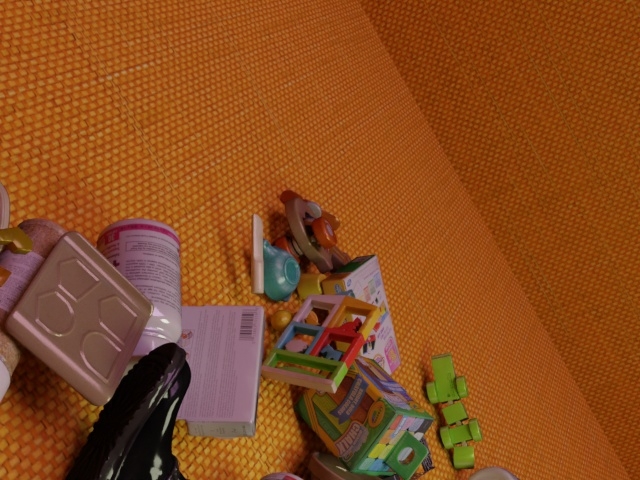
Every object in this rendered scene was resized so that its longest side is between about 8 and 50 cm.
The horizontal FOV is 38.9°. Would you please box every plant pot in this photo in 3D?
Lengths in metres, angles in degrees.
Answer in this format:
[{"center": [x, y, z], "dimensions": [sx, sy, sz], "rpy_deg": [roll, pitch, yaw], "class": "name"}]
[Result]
[{"center": [0.064, 0.565, 1.985], "dimensions": [0.237, 0.110, 0.237], "rpy_deg": [28, -1, 1], "class": "plant pot"}]

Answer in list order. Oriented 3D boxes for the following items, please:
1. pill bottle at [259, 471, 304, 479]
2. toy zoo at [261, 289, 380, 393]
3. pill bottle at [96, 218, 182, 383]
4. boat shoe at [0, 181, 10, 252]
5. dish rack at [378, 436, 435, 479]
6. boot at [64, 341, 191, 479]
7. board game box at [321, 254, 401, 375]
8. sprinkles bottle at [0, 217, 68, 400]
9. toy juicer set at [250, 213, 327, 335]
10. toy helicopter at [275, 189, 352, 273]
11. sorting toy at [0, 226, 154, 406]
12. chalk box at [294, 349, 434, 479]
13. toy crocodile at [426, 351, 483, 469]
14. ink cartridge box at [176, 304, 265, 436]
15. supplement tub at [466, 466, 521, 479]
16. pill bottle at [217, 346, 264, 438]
[{"center": [-0.121, 0.559, 1.675], "dimensions": [0.161, 0.161, 0.283], "rpy_deg": [63, 28, 0], "class": "pill bottle"}, {"center": [0.011, 0.215, 2.079], "dimensions": [0.293, 0.192, 0.030], "rpy_deg": [-55, 140, -38], "class": "toy zoo"}, {"center": [-0.339, 0.115, 1.691], "dimensions": [0.160, 0.160, 0.283], "rpy_deg": [31, 41, -45], "class": "pill bottle"}, {"center": [-0.592, -0.089, 1.508], "dimensions": [0.098, 0.109, 0.302], "rpy_deg": [16, 47, -47], "class": "boat shoe"}, {"center": [0.195, 0.529, 2.329], "dimensions": [0.271, 0.074, 0.208], "rpy_deg": [-2, 69, -61], "class": "dish rack"}, {"center": [-0.262, 0.375, 1.541], "dimensions": [0.260, 0.131, 0.348], "rpy_deg": [39, 71, -30], "class": "boot"}, {"center": [0.111, 0.220, 2.363], "dimensions": [0.242, 0.064, 0.317], "rpy_deg": [-30, 109, -62], "class": "board game box"}, {"center": [-0.505, 0.113, 1.457], "dimensions": [0.121, 0.121, 0.355], "rpy_deg": [48, 32, -26], "class": "sprinkles bottle"}, {"center": [-0.109, 0.110, 2.174], "dimensions": [0.329, 0.089, 0.209], "rpy_deg": [44, 48, -43], "class": "toy juicer set"}, {"center": [0.000, 0.000, 2.432], "dimensions": [0.355, 0.140, 0.235], "rpy_deg": [45, 22, -50], "class": "toy helicopter"}, {"center": [-0.417, 0.093, 1.458], "dimensions": [0.307, 0.041, 0.229], "rpy_deg": [48, 36, -23], "class": "sorting toy"}, {"center": [0.117, 0.413, 2.054], "dimensions": [0.289, 0.180, 0.179], "rpy_deg": [42, 12, 38], "class": "chalk box"}, {"center": [0.390, 0.495, 2.637], "dimensions": [0.105, 0.115, 0.341], "rpy_deg": [42, 32, -69], "class": "toy crocodile"}, {"center": [-0.235, 0.247, 1.752], "dimensions": [0.060, 0.238, 0.275], "rpy_deg": [88, 4, -47], "class": "ink cartridge box"}, {"center": [0.546, 0.792, 2.541], "dimensions": [0.338, 0.207, 0.207], "rpy_deg": [42, 35, -35], "class": "supplement tub"}, {"center": [-0.185, 0.285, 1.842], "dimensions": [0.124, 0.124, 0.221], "rpy_deg": [43, 35, -33], "class": "pill bottle"}]
